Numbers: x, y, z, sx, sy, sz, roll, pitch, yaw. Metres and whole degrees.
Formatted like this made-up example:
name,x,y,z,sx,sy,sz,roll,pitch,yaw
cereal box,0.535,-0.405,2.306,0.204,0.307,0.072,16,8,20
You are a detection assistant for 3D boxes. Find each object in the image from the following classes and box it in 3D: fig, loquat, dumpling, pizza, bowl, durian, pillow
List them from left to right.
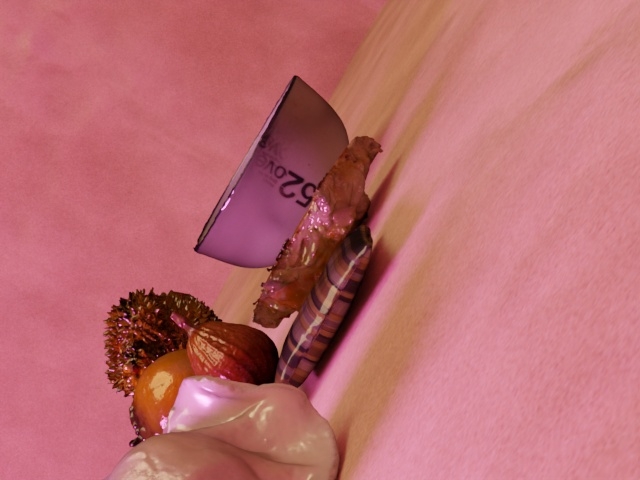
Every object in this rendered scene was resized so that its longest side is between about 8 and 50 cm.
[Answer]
name,x,y,z,sx,sy,sz,roll,pitch,yaw
durian,-0.311,0.224,2.350,0.258,0.258,0.293,-58,28,9
loquat,-0.164,0.229,1.606,0.149,0.204,0.172,-119,15,-69
dumpling,-0.093,0.269,1.042,0.242,0.187,0.318,-9,45,26
fig,-0.128,0.156,1.499,0.119,0.153,0.119,-163,90,-84
bowl,-0.056,-0.089,2.055,0.354,0.185,0.354,-58,6,10
pizza,0.000,0.000,1.671,0.323,0.089,0.223,-60,0,6
pillow,0.005,0.083,1.409,0.212,0.052,0.208,-59,3,6

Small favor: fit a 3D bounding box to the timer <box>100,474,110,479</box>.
name,x,y,z,sx,sy,sz,roll,pitch,yaw
timer,-0.185,0.313,1.395,0.250,0.161,0.257,-47,5,-6
